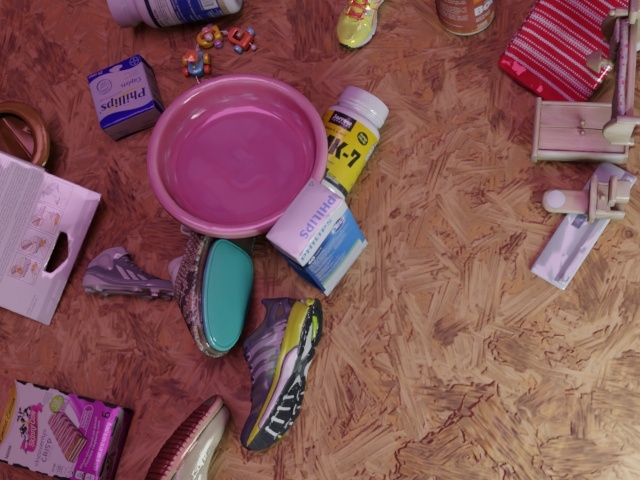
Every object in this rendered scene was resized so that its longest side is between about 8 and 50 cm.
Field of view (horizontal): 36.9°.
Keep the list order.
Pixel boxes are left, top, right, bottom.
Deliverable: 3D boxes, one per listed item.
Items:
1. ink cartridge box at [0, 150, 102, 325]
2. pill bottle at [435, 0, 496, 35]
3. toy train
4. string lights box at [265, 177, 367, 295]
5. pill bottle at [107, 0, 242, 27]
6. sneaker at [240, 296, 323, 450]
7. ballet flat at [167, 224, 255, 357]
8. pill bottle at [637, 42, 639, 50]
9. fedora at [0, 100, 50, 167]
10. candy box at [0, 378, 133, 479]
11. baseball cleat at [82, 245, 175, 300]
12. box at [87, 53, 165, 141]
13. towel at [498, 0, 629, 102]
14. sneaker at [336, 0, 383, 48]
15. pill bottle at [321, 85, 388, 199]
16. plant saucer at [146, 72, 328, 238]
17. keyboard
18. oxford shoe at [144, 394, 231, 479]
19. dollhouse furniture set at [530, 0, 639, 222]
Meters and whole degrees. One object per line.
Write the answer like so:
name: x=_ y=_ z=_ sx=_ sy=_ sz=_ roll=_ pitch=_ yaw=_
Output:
ink cartridge box: x=-0.617 y=-0.010 z=1.954 sx=0.261 sy=0.066 sz=0.296 roll=23 pitch=90 yaw=-7
pill bottle: x=0.275 y=-0.497 z=1.850 sx=0.121 sy=0.216 sz=0.121 roll=-4 pitch=73 yaw=12
toy train: x=-0.221 y=-0.401 z=2.022 sx=0.125 sy=0.046 sz=0.166 roll=35 pitch=83 yaw=20
string lights box: x=0.000 y=0.000 z=1.734 sx=0.076 sy=0.260 sz=0.133 roll=35 pitch=83 yaw=20
pill bottle: x=-0.309 y=-0.534 z=2.027 sx=0.264 sy=0.153 sz=0.153 roll=-8 pitch=71 yaw=10
sneaker: x=-0.091 y=0.240 z=1.774 sx=0.121 sy=0.111 sz=0.300 roll=11 pitch=70 yaw=26
ballet flat: x=-0.204 y=-0.005 z=1.856 sx=0.182 sy=0.164 sz=0.483 roll=-4 pitch=65 yaw=34
pill bottle: x=0.569 y=-0.472 z=1.830 sx=0.117 sy=0.117 sz=0.208 roll=-7 pitch=71 yaw=10
fedora: x=-0.650 y=-0.198 z=2.038 sx=0.194 sy=0.079 sz=0.194 roll=-1 pitch=80 yaw=7
candy box: x=-0.493 y=0.369 z=1.830 sx=0.233 sy=0.071 sz=0.159 roll=10 pitch=76 yaw=16
baseball cleat: x=-0.372 y=0.063 z=1.900 sx=0.205 sy=0.072 sz=0.109 roll=3 pitch=67 yaw=10
box: x=-0.407 y=-0.300 z=2.019 sx=0.126 sy=0.072 sz=0.137 roll=-22 pitch=70 yaw=6
towel: x=0.471 y=-0.386 z=1.791 sx=0.199 sy=0.031 sz=0.275 roll=44 pitch=124 yaw=21
sneaker: x=0.086 y=-0.492 z=1.957 sx=0.081 sy=0.094 sz=0.209 roll=21 pitch=80 yaw=16
pill bottle: x=0.040 y=-0.185 z=1.858 sx=0.119 sy=0.119 sz=0.209 roll=26 pitch=80 yaw=19
plant saucer: x=-0.150 y=-0.148 z=1.767 sx=0.332 sy=0.084 sz=0.332 roll=-1 pitch=66 yaw=3
keyboard: x=0.485 y=-0.031 z=1.769 sx=0.072 sy=0.014 sz=0.256 roll=32 pitch=82 yaw=25
oxford shoe: x=-0.254 y=0.472 z=1.736 sx=0.146 sy=0.140 sz=0.397 roll=32 pitch=76 yaw=-11
dollhouse furniture set: x=0.447 y=-0.214 z=1.622 sx=0.173 sy=0.355 sz=0.303 roll=3 pitch=80 yaw=13
